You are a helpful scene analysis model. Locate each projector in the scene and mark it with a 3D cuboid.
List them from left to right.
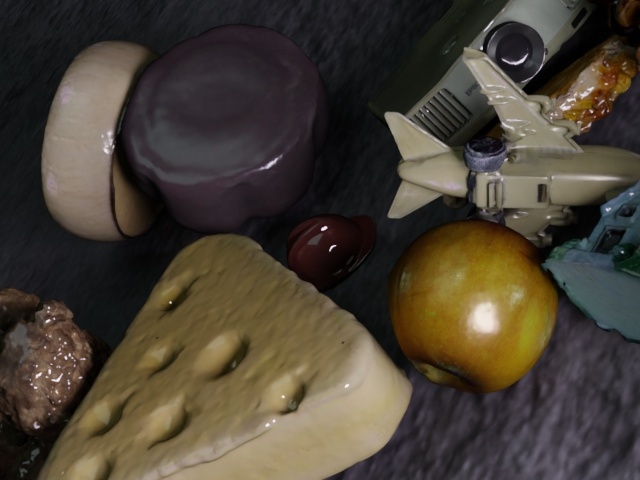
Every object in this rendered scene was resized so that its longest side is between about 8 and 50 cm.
[{"bbox_3d":[0.178,-0.202,1.693,0.269,0.088,0.193,-48,17,3],"label":"projector"}]

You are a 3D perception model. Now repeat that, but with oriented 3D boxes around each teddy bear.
[{"bbox_3d":[-0.350,0.174,1.852,0.296,0.222,0.246,-11,76,28],"label":"teddy bear"}]

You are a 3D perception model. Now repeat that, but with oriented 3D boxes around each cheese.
[{"bbox_3d":[-0.124,0.175,1.641,0.384,0.104,0.384,-24,34,17],"label":"cheese"}]

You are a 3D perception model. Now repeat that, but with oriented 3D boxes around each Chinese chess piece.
[{"bbox_3d":[-0.252,-0.120,2.010,0.103,0.249,0.249,13,62,13],"label":"Chinese chess piece"}]

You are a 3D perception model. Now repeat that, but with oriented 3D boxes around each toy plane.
[{"bbox_3d":[0.187,-0.061,1.513,0.256,0.242,0.104,8,33,19],"label":"toy plane"}]

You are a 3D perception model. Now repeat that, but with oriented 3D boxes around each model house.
[{"bbox_3d":[0.294,0.004,1.378,0.148,0.119,0.148,6,54,52],"label":"model house"}]

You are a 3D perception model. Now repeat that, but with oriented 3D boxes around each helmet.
[{"bbox_3d":[0.000,0.000,1.763,0.111,0.057,0.089,-35,34,21],"label":"helmet"}]

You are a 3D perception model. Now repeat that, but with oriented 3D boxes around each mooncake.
[{"bbox_3d":[-0.107,-0.127,1.885,0.245,0.133,0.245,-4,56,7],"label":"mooncake"}]

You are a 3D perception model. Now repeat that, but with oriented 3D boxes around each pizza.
[{"bbox_3d":[0.221,-0.113,1.607,0.246,0.058,0.127,-43,6,-4],"label":"pizza"}]

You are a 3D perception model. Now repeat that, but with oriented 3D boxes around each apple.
[{"bbox_3d":[0.130,0.063,1.474,0.163,0.146,0.147,-12,53,41],"label":"apple"}]

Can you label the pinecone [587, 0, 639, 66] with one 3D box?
[{"bbox_3d":[0.346,-0.283,1.506,0.244,0.244,0.309,-27,55,31],"label":"pinecone"}]
